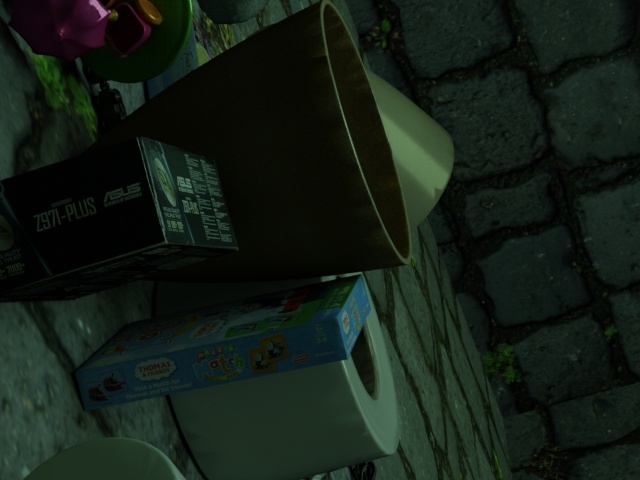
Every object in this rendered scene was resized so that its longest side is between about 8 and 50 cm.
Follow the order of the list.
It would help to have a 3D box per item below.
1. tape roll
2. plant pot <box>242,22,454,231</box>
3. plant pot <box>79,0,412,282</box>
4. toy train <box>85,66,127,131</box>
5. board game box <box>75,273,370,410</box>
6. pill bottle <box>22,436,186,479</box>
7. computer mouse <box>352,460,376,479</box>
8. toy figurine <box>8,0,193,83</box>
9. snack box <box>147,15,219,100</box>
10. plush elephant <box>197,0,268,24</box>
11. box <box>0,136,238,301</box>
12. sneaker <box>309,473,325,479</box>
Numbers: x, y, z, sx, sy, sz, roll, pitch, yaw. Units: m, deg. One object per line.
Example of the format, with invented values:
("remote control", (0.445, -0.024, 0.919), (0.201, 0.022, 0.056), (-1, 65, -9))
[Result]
("tape roll", (-0.038, 0.114, 1.338), (0.246, 0.169, 0.246), (-17, 90, -79))
("plant pot", (-0.004, -0.148, 1.787), (0.274, 0.256, 0.256), (46, 25, -32))
("plant pot", (-0.075, -0.058, 1.189), (0.237, 0.254, 0.237), (-17, 90, -78))
("toy train", (-0.210, -0.176, 1.291), (0.036, 0.027, 0.158), (10, 64, -81))
("board game box", (-0.073, 0.080, 1.103), (0.160, 0.211, 0.039), (-53, 129, -77))
("pill bottle", (-0.093, 0.260, 0.881), (0.162, 0.162, 0.278), (-95, 163, -47))
("computer mouse", (0.094, 0.395, 1.900), (0.193, 0.042, 0.106), (62, 15, -45))
("toy figurine", (-0.213, -0.215, 1.170), (0.173, 0.130, 0.159), (52, 20, 5))
("snack box", (-0.124, -0.123, 1.524), (0.207, 0.070, 0.174), (57, 19, -60))
("plush elephant", (-0.211, -0.299, 0.974), (0.272, 0.255, 0.330), (-33, 114, -69))
("box", (-0.159, -0.011, 0.988), (0.180, 0.147, 0.077), (7, 67, -77))
("sneaker", (-0.003, 0.202, 1.621), (0.065, 0.076, 0.166), (-72, 144, -72))
